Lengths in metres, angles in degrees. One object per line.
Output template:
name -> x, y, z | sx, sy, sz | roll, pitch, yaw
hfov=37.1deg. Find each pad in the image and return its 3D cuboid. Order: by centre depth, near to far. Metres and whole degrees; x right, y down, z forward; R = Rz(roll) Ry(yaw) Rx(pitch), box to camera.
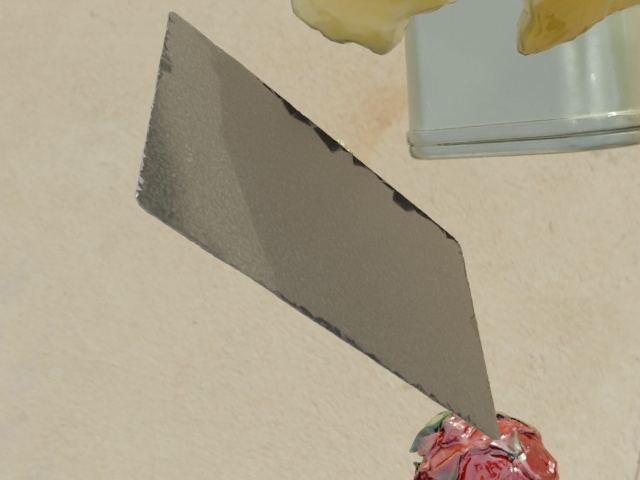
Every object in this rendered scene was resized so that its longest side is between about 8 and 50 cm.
pad -> 0.007, -0.006, 0.435 | 0.003, 0.211, 0.143 | -37, 33, 27

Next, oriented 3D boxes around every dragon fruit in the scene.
dragon fruit -> 0.261, 0.383, 1.420 | 0.234, 0.234, 0.293 | -31, 81, 2

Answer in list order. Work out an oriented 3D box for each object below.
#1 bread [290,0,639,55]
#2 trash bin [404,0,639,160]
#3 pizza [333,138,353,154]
bread -> 0.100, -0.180, 0.445 | 0.224, 0.211, 0.183 | -42, 48, 22
trash bin -> 0.176, -0.201, 0.866 | 0.243, 0.121, 0.247 | 0, 98, 46
pizza -> 0.000, 0.000, 1.070 | 0.188, 0.062, 0.199 | -45, 74, 33
